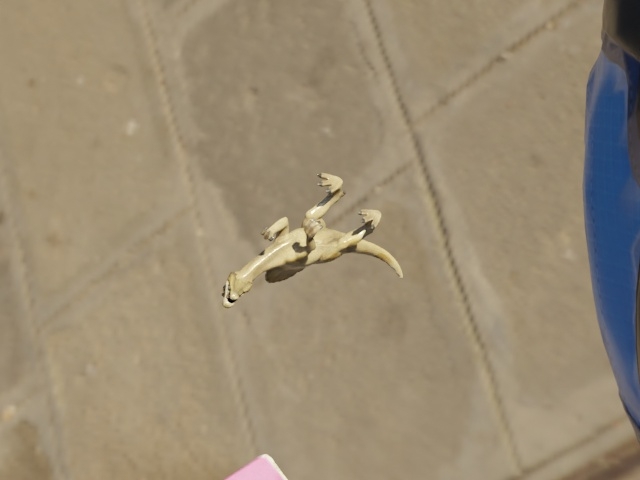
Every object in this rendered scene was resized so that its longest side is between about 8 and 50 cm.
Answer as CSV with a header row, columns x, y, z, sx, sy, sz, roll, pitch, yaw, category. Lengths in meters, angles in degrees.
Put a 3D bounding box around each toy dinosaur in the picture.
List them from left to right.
x,y,z,sx,sy,sz,roll,pitch,yaw,category
0.000,0.000,1.158,0.053,0.183,0.092,56,133,23,toy dinosaur

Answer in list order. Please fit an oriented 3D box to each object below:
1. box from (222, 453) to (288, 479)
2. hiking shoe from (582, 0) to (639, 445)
x,y,z,sx,sy,sz,roll,pitch,yaw,category
0.009,0.226,0.488,0.117,0.243,0.213,-32,55,-15,box
0.114,0.034,0.272,0.132,0.113,0.304,99,172,-48,hiking shoe
